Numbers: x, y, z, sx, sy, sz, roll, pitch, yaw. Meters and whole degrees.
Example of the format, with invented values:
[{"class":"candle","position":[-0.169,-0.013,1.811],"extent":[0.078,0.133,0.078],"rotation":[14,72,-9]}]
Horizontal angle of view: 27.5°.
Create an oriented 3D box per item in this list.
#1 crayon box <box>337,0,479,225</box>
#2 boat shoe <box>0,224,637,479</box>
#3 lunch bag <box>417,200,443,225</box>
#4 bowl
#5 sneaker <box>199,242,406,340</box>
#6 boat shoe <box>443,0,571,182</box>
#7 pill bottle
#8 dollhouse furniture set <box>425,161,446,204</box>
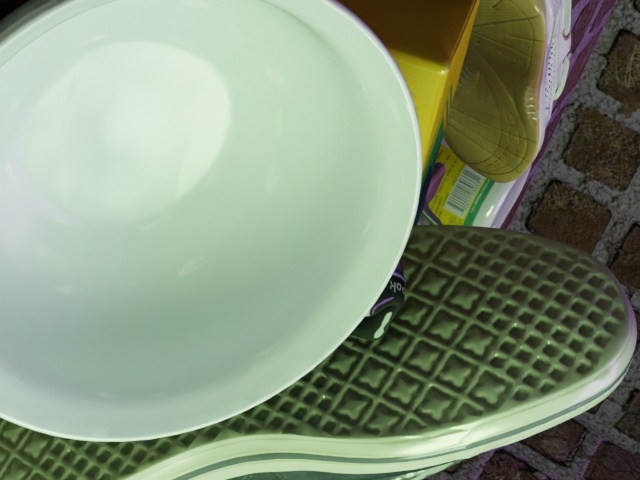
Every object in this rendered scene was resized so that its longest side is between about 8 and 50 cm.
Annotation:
[{"class":"crayon box","position":[-0.011,-0.110,0.916],"extent":[0.318,0.202,0.081],"rotation":[98,14,-58]},{"class":"boat shoe","position":[-0.013,0.124,0.964],"extent":[0.156,0.500,0.186],"rotation":[52,24,-51]},{"class":"lunch bag","position":[0.007,0.083,1.134],"extent":[0.287,0.235,0.169],"rotation":[-36,176,19]},{"class":"bowl","position":[-0.102,-0.040,0.755],"extent":[0.298,0.134,0.297],"rotation":[-13,126,-19]},{"class":"sneaker","position":[-0.083,0.043,0.880],"extent":[0.283,0.124,0.107],"rotation":[-18,151,8]},{"class":"boat shoe","position":[0.167,-0.149,1.093],"extent":[0.096,0.098,0.277],"rotation":[-52,165,-24]},{"class":"pill bottle","position":[0.118,-0.090,1.457],"extent":[0.117,0.208,0.117],"rotation":[-55,166,-20]},{"class":"dollhouse furniture set","position":[0.000,0.000,1.312],"extent":[0.212,0.161,0.242],"rotation":[-47,163,-44]}]
